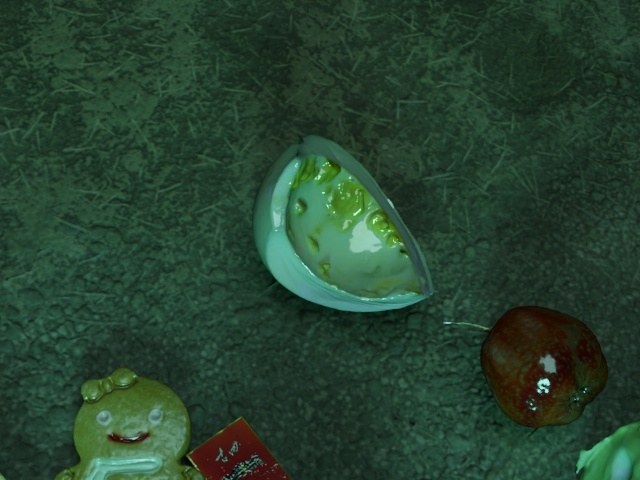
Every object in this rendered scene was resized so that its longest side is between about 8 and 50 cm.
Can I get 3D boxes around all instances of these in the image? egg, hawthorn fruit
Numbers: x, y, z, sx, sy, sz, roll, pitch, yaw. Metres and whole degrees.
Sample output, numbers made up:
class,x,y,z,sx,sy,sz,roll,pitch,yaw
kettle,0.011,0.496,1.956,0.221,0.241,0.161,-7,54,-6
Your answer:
class,x,y,z,sx,sy,sz,roll,pitch,yaw
egg,0.005,-0.005,1.608,0.271,0.161,0.206,46,21,-19
hawthorn fruit,0.269,0.146,1.586,0.162,0.163,0.203,-27,50,-23

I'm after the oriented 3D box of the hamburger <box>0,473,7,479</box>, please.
class,x,y,z,sx,sy,sz,roll,pitch,yaw
hamburger,-0.367,0.351,1.361,0.131,0.124,0.262,-20,68,-41

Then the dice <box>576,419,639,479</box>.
class,x,y,z,sx,sy,sz,roll,pitch,yaw
dice,0.445,0.354,1.419,0.254,0.252,0.250,4,58,-9

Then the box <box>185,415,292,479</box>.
class,x,y,z,sx,sy,sz,roll,pitch,yaw
box,-0.092,0.293,1.492,0.090,0.023,0.133,-30,69,-26

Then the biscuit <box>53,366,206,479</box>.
class,x,y,z,sx,sy,sz,roll,pitch,yaw
biscuit,-0.227,0.270,1.459,0.184,0.035,0.249,0,62,-1
